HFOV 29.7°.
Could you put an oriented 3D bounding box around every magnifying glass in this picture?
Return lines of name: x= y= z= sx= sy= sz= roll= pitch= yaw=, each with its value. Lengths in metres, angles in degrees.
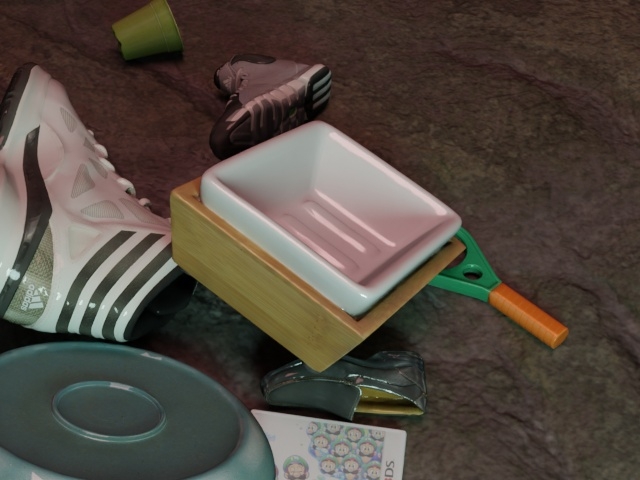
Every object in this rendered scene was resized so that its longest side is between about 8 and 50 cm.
magnifying glass: x=0.176 y=0.046 z=1.344 sx=0.092 sy=0.026 sz=0.231 roll=-34 pitch=54 yaw=-32

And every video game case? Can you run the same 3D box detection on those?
video game case: x=-0.002 y=0.230 z=1.145 sx=0.157 sy=0.019 sz=0.143 roll=7 pitch=45 yaw=4

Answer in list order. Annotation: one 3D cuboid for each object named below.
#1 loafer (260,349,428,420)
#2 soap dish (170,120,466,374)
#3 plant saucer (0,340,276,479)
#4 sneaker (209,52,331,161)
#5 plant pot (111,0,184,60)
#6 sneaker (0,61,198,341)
loafer: x=0.026 y=0.149 z=1.202 sx=0.170 sy=0.062 sz=0.061 roll=-5 pitch=50 yaw=-8
soap dish: x=0.000 y=0.000 z=1.230 sx=0.229 sy=0.118 sz=0.291 roll=36 pitch=28 yaw=12
plant saucer: x=-0.191 y=0.166 z=1.079 sx=0.317 sy=0.044 sz=0.317 roll=12 pitch=19 yaw=-4
sneaker: x=-0.097 y=-0.171 z=1.508 sx=0.132 sy=0.086 sz=0.228 roll=24 pitch=38 yaw=25
plant pot: x=-0.233 y=-0.276 z=1.606 sx=0.079 sy=0.083 sz=0.083 roll=-23 pitch=50 yaw=-8
sneaker: x=-0.257 y=-0.025 z=1.327 sx=0.257 sy=0.169 sz=0.448 roll=23 pitch=26 yaw=-20
